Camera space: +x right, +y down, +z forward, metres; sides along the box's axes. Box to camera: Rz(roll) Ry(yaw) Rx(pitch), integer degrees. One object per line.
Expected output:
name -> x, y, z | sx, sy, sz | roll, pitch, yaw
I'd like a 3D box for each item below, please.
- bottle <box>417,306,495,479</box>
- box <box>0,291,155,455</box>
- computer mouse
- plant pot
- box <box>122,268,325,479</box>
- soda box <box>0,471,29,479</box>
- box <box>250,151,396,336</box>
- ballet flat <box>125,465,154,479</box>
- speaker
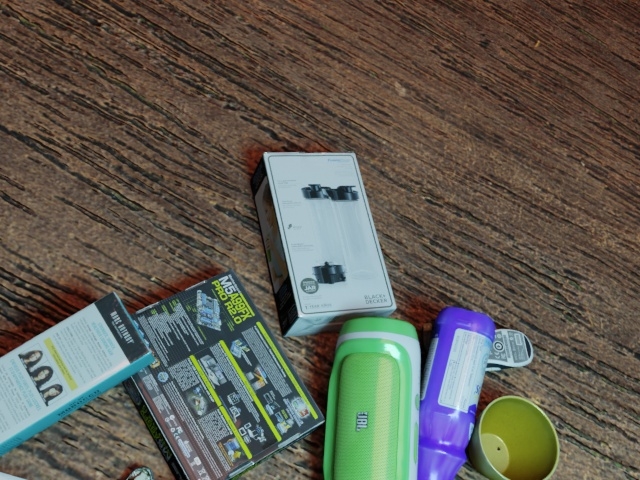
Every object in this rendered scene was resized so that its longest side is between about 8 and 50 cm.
bottle -> 0.188, 0.245, 1.219 | 0.092, 0.118, 0.283 | 13, 74, 14
box -> -0.347, 0.175, 1.064 | 0.244, 0.060, 0.100 | -31, 76, -14
computer mouse -> 0.255, 0.184, 1.346 | 0.193, 0.042, 0.106 | 4, 56, -12
plant pot -> 0.280, 0.315, 1.248 | 0.134, 0.095, 0.134 | 9, 60, -16
box -> -0.153, 0.200, 1.167 | 0.216, 0.060, 0.270 | -25, 74, -31
soda box -> -0.448, 0.307, 0.988 | 0.216, 0.069, 0.074 | 20, 57, -11
box -> 0.000, 0.000, 1.319 | 0.169, 0.087, 0.290 | -4, 65, -23
ballet flat -> -0.254, 0.341, 1.062 | 0.041, 0.041, 0.114 | 33, 56, -2
speaker -> 0.075, 0.264, 1.158 | 0.131, 0.131, 0.297 | 10, 69, -16
